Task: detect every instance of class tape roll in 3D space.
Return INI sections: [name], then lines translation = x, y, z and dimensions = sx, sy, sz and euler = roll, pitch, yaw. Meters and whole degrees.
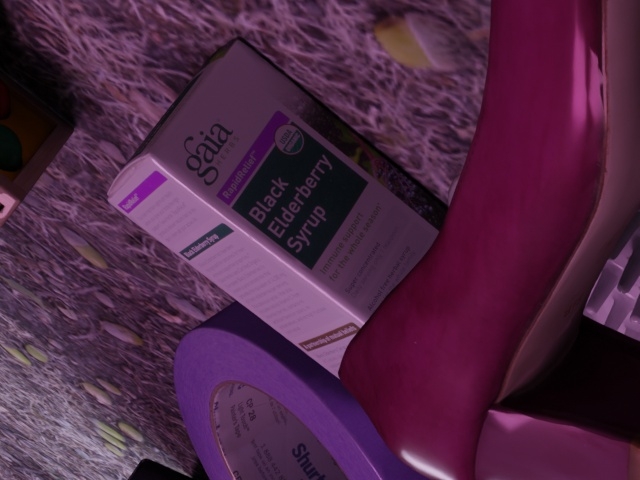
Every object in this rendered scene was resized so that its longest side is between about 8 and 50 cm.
[tape roll]
translation = 0.012, 0.159, 0.944
dimensions = 0.275, 0.090, 0.275
euler = 36, 144, 32

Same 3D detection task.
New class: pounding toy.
[pounding toy]
translation = -0.282, -0.105, 0.904
dimensions = 0.206, 0.181, 0.094
euler = 39, 115, -12

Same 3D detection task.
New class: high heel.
[high heel]
translation = 0.060, -0.051, 0.494
dimensions = 0.181, 0.127, 0.377
euler = 20, 125, 36

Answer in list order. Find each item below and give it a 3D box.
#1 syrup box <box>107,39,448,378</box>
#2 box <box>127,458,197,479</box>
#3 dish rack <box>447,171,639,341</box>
[syrup box]
translation = 0.000, 0.000, 0.773
dimensions = 0.237, 0.093, 0.096
euler = 39, 155, -12
[box]
translation = -0.031, 0.470, 1.315
dimensions = 0.471, 0.297, 0.480
euler = 31, 169, 6
[dish rack]
translation = 0.236, 0.064, 0.641
dimensions = 0.285, 0.072, 0.333
euler = 12, 148, 39
